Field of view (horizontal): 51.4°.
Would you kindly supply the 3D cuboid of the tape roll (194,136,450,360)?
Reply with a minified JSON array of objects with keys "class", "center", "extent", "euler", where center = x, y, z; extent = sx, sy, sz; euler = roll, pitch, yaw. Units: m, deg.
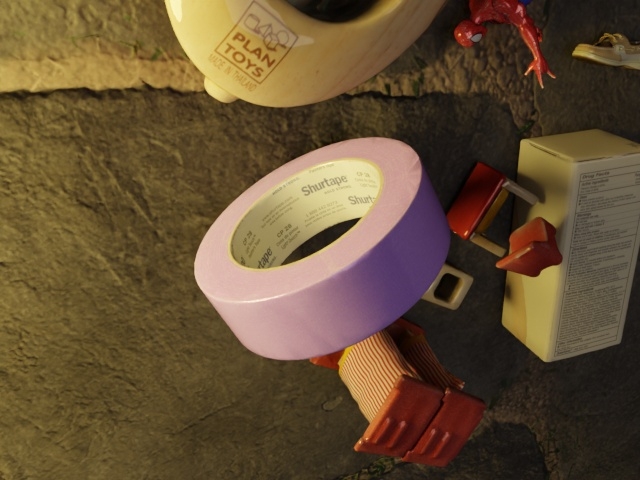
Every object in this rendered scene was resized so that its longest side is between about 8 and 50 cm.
[{"class":"tape roll","center":[0.000,0.000,0.740],"extent":[0.274,0.275,0.090],"euler":[-34,120,-4]}]

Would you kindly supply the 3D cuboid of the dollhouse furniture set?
[{"class":"dollhouse furniture set","center":[0.159,0.083,0.882],"extent":[0.152,0.201,0.374],"euler":[22,104,-28]}]

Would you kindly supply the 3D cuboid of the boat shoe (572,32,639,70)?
[{"class":"boat shoe","center":[0.401,-0.262,0.912],"extent":[0.135,0.050,0.045],"euler":[-3,111,-31]}]

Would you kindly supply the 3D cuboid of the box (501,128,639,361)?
[{"class":"box","center":[0.370,0.006,0.975],"extent":[0.147,0.121,0.311],"euler":[-9,115,-18]}]

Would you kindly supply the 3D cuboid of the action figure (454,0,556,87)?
[{"class":"action figure","center":[0.295,-0.299,0.825],"extent":[0.280,0.091,0.139],"euler":[-34,111,-4]}]

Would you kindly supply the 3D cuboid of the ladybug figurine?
[{"class":"ladybug figurine","center":[0.008,-0.338,0.656],"extent":[0.305,0.162,0.449],"euler":[33,98,-30]}]
